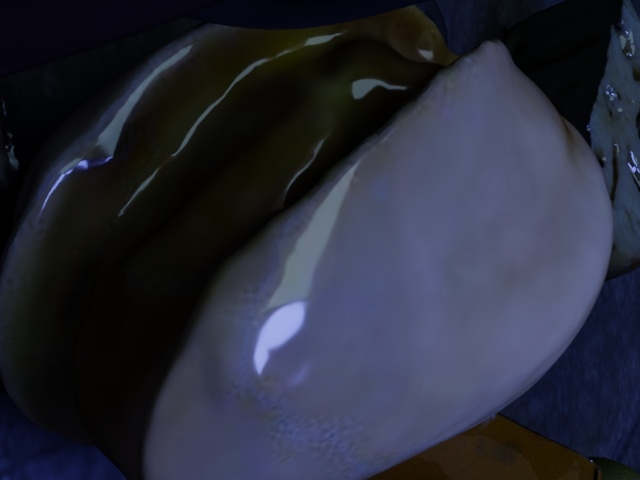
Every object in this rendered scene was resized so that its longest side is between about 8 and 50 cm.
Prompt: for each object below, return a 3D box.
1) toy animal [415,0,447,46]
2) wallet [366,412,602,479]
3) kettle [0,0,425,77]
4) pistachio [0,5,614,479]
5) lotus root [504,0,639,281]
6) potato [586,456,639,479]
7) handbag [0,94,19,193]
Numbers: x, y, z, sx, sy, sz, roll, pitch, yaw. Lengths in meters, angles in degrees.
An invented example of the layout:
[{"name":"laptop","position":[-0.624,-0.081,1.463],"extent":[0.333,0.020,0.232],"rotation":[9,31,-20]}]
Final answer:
[{"name":"toy animal","position":[0.011,-0.184,0.771],"extent":[0.137,0.082,0.269],"rotation":[-68,142,-76]},{"name":"wallet","position":[0.050,0.155,0.726],"extent":[0.195,0.042,0.161],"rotation":[23,59,-7]},{"name":"kettle","position":[-0.038,-0.126,0.440],"extent":[0.202,0.232,0.144],"rotation":[41,51,-45]},{"name":"pistachio","position":[0.000,0.000,0.619],"extent":[0.321,0.229,0.238],"rotation":[-23,134,-51]},{"name":"lotus root","position":[0.181,-0.059,0.984],"extent":[0.138,0.119,0.235],"rotation":[42,50,-37]},{"name":"potato","position":[0.149,0.219,0.866],"extent":[0.248,0.143,0.169],"rotation":[-9,129,-61]},{"name":"handbag","position":[-0.209,-0.093,0.456],"extent":[0.203,0.074,0.216],"rotation":[-17,100,-56]}]
